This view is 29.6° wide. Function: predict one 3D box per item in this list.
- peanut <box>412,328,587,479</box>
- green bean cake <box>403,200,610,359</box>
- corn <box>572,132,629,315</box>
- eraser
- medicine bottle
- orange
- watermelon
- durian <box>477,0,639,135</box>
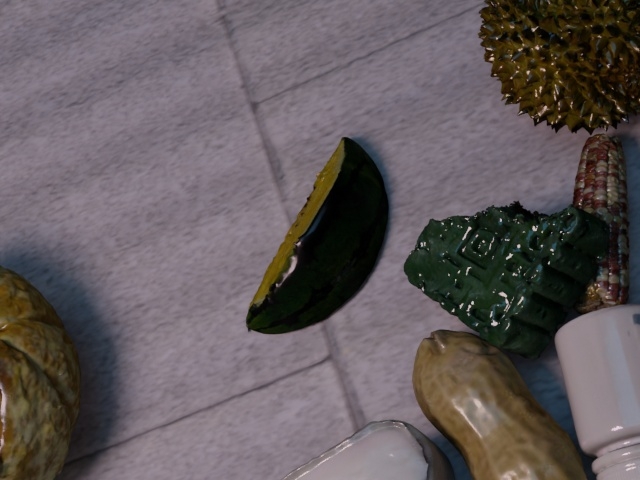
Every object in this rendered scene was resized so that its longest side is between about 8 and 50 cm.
[{"bbox_3d":[0.207,0.218,1.417,0.130,0.130,0.290,-36,58,2],"label":"peanut"},{"bbox_3d":[0.217,0.016,1.464,0.208,0.107,0.193,37,105,42],"label":"green bean cake"},{"bbox_3d":[0.348,-0.021,1.496,0.080,0.079,0.237,2,67,19],"label":"corn"},{"bbox_3d":[0.049,0.359,1.402,0.331,0.150,0.331,-7,69,18],"label":"eraser"},{"bbox_3d":[0.356,0.201,1.366,0.139,0.139,0.236,-16,64,12],"label":"medicine bottle"},{"bbox_3d":[-0.434,0.179,1.593,0.271,0.210,0.368,-51,60,30],"label":"orange"},{"bbox_3d":[0.000,0.000,1.606,0.129,0.123,0.301,16,73,57],"label":"watermelon"},{"bbox_3d":[0.344,-0.257,1.508,0.293,0.258,0.258,-2,69,15],"label":"durian"}]
